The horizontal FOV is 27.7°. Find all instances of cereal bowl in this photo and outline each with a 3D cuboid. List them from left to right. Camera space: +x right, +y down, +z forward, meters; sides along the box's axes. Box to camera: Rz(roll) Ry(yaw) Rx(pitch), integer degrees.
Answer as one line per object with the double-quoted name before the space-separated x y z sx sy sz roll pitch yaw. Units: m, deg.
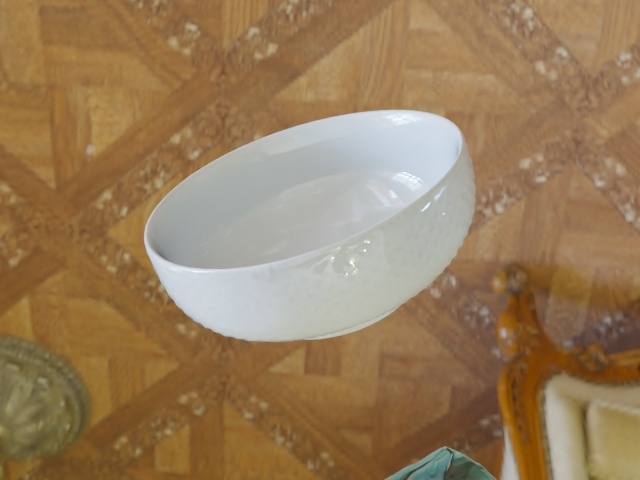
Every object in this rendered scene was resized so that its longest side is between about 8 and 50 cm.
"cereal bowl" 0.000 0.000 1.312 0.338 0.339 0.141 -12 115 12

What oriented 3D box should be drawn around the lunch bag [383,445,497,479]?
"lunch bag" 0.048 0.268 0.766 0.160 0.262 0.223 24 108 -17
